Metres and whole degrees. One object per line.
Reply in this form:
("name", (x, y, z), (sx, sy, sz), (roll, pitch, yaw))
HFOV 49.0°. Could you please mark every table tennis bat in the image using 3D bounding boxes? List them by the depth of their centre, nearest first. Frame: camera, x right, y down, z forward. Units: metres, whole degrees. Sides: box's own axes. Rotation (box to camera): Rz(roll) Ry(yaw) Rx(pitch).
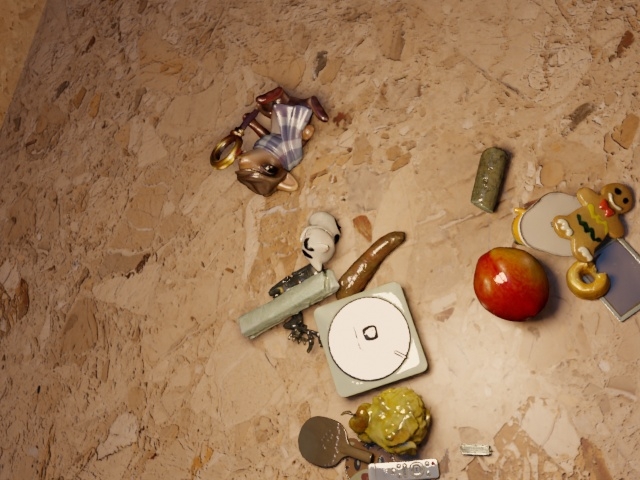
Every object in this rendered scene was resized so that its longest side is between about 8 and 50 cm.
("table tennis bat", (0.040, 0.562, 1.923), (0.234, 0.022, 0.131), (11, 76, 32))

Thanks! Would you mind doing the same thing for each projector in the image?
("projector", (0.137, 0.273, 1.929), (0.257, 0.079, 0.259), (-20, 72, 8))

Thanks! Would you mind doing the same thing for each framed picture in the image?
("framed picture", (0.746, 0.092, 1.756), (0.142, 0.011, 0.183), (-39, 62, 9))

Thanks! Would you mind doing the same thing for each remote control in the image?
("remote control", (0.216, 0.599, 1.826), (0.184, 0.027, 0.050), (-9, 70, 14))

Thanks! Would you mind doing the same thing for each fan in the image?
("fan", (0.133, 0.635, 1.866), (0.152, 0.008, 0.226), (-9, 70, 21))

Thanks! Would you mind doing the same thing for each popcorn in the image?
("popcorn", (0.178, 0.459, 1.820), (0.195, 0.173, 0.168), (8, 90, 32))

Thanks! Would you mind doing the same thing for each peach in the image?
("peach", (0.483, 0.118, 1.774), (0.197, 0.197, 0.197), (-8, 71, 23))

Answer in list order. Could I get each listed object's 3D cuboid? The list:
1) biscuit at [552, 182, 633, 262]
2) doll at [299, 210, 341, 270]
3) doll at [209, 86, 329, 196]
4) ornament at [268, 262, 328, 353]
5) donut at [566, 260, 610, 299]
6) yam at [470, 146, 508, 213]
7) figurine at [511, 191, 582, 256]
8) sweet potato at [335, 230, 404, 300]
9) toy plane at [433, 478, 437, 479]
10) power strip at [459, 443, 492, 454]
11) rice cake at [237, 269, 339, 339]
("biscuit", (0.696, -0.061, 1.762), (0.240, 0.035, 0.158), (-41, 89, -15))
("doll", (-0.001, -0.004, 2.045), (0.107, 0.110, 0.180), (14, 35, 6))
("doll", (-0.156, -0.311, 2.189), (0.318, 0.209, 0.339), (19, 85, 32))
("ornament", (-0.029, 0.202, 2.043), (0.202, 0.080, 0.236), (-32, 61, 16))
("donut", (0.666, 0.096, 1.761), (0.097, 0.043, 0.108), (-46, 57, 4))
("yam", (0.463, -0.166, 1.935), (0.078, 0.078, 0.179), (12, 82, 27))
("figurine", (0.600, -0.030, 1.831), (0.250, 0.141, 0.166), (0, 80, -12))
("sweet potato", (0.137, 0.069, 2.014), (0.273, 0.075, 0.075), (-48, 61, 0))
("toy plane", (0.340, 0.654, 1.731), (0.130, 0.061, 0.189), (-30, 51, -18))
("power strip", (0.394, 0.528, 1.775), (0.083, 0.017, 0.027), (-4, 73, 24))
("rice cake", (-0.093, 0.182, 2.002), (0.336, 0.063, 0.066), (-30, 57, 22))
